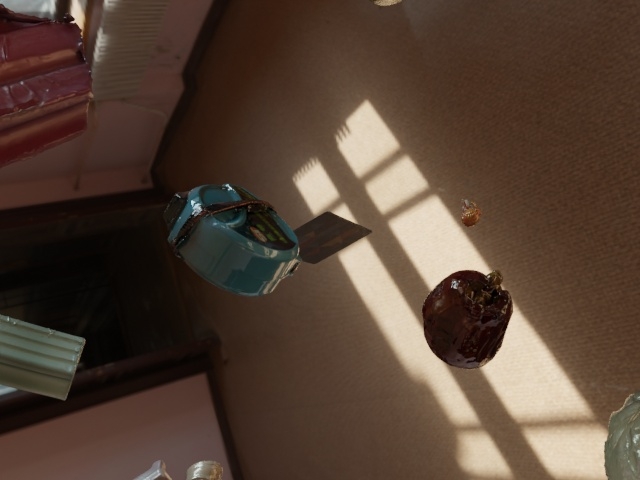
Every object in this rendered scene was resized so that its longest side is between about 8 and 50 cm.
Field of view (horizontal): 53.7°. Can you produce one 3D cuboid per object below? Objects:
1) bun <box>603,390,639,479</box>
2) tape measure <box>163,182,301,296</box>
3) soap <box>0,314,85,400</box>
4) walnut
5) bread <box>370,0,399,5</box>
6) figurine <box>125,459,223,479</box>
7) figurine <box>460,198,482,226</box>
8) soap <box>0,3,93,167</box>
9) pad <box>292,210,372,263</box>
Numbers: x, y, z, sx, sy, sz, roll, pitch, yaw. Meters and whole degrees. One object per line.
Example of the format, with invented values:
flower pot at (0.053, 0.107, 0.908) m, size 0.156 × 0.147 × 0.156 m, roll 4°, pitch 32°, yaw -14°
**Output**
bun at (0.590, 0.298, 0.972) m, size 0.211 × 0.359 × 0.360 m, roll 64°, pitch 149°, yaw 24°
tape measure at (-0.084, -0.003, 0.646) m, size 0.125 × 0.146 × 0.081 m, roll 42°, pitch 111°, yaw 20°
soap at (-0.516, 0.193, 1.079) m, size 0.067 × 0.197 × 0.119 m, roll -65°, pitch 18°, yaw 15°
walnut at (0.383, 0.184, 1.594) m, size 0.221 × 0.243 × 0.269 m, roll 44°, pitch 144°, yaw 19°
bread at (0.138, -0.403, 0.843) m, size 0.166 × 0.112 × 0.383 m, roll -52°, pitch 7°, yaw 8°
figurine at (-0.164, 0.399, 0.767) m, size 0.257 × 0.144 × 0.182 m, roll -128°, pitch 31°, yaw -57°
figurine at (0.354, -0.070, 1.497) m, size 0.047 × 0.109 × 0.064 m, roll -35°, pitch 105°, yaw 23°
soap at (-0.331, -0.147, 0.600) m, size 0.162 × 0.250 × 0.099 m, roll 43°, pitch 135°, yaw 10°
pad at (0.000, 0.000, 1.141) m, size 0.142 × 0.211 × 0.003 m, roll -29°, pitch 71°, yaw 20°
